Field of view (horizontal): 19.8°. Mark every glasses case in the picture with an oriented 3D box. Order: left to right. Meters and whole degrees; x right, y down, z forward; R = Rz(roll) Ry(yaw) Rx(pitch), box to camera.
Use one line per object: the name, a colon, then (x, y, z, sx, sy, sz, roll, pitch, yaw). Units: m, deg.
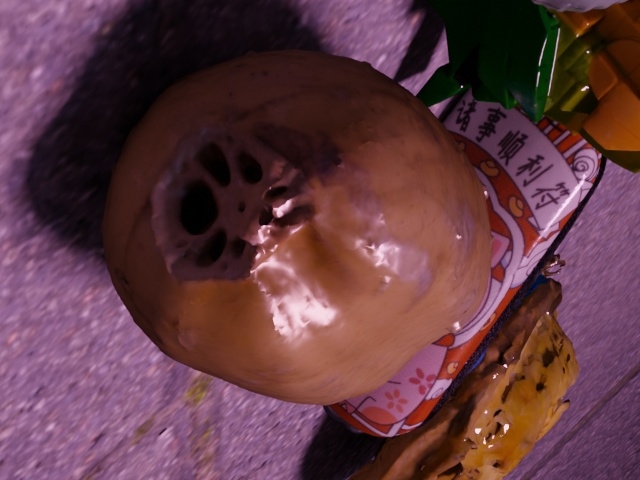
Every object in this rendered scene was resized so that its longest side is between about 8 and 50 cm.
glasses case: (0.083, 0.010, 1.179, 0.067, 0.103, 0.266, -11, 138, -59)

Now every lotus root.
lotus root: (0.000, 0.000, 0.920, 0.169, 0.151, 0.343, -35, 166, 6)

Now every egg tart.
egg tart: (0.129, 0.137, 1.459, 0.291, 0.107, 0.291, -51, 174, -8)

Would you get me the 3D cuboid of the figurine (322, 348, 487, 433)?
figurine: (0.057, 0.085, 1.302, 0.086, 0.087, 0.149, -31, 162, -46)

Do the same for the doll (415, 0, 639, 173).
doll: (0.138, -0.101, 0.981, 0.106, 0.186, 0.134, -27, 134, -46)

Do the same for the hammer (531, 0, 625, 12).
hammer: (0.192, -0.270, 0.894, 0.335, 0.119, 0.206, -46, 162, -28)
